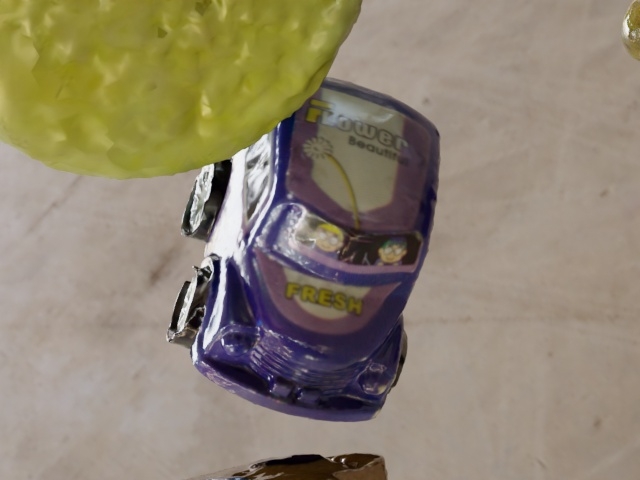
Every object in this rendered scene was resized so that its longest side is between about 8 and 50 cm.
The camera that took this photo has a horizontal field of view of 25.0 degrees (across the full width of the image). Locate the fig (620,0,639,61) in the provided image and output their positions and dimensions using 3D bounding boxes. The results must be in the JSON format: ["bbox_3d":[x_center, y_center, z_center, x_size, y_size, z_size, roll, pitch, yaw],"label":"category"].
[{"bbox_3d":[0.335,-0.225,1.419,0.082,0.084,0.098,-3,74,24],"label":"fig"}]

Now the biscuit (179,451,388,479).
[{"bbox_3d":[-0.065,0.162,0.844,0.179,0.039,0.236,-10,3,38],"label":"biscuit"}]

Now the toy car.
[{"bbox_3d":[0.000,0.000,1.009,0.158,0.172,0.235,123,158,-50],"label":"toy car"}]

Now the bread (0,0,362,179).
[{"bbox_3d":[-0.140,-0.223,0.953,0.348,0.348,0.308,-40,47,6],"label":"bread"}]
